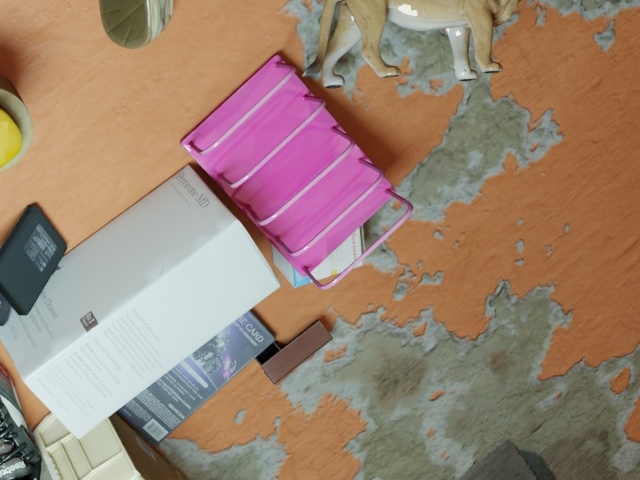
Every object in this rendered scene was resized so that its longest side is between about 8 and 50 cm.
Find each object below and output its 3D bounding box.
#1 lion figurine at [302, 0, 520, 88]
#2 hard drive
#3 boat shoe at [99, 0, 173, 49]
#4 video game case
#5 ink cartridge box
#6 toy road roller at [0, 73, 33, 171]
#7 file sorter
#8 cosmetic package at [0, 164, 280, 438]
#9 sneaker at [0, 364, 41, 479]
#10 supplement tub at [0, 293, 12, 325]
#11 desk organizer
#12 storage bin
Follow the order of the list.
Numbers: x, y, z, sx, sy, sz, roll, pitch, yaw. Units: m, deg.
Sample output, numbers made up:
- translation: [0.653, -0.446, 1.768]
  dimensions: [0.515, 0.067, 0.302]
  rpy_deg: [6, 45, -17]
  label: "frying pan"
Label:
- translation: [0.149, -0.364, 1.957]
  dimensions: [0.392, 0.142, 0.240]
  rpy_deg: [-5, 89, -20]
  label: "lion figurine"
- translation: [-0.427, 0.029, 1.872]
  dimensions: [0.094, 0.022, 0.135]
  rpy_deg: [61, 38, -37]
  label: "hard drive"
- translation: [-0.244, -0.416, 1.744]
  dimensions: [0.098, 0.109, 0.302]
  rpy_deg: [-45, 143, -54]
  label: "boat shoe"
- translation: [-0.228, 0.195, 2.130]
  dimensions: [0.274, 0.026, 0.196]
  rpy_deg: [-42, 128, -4]
  label: "video game case"
- translation: [0.000, 0.000, 2.108]
  dimensions: [0.143, 0.090, 0.092]
  rpy_deg: [-18, 123, -20]
  label: "ink cartridge box"
- translation: [-0.560, -0.148, 1.646]
  dimensions: [0.329, 0.202, 0.241]
  rpy_deg: [-34, 117, -7]
  label: "toy road roller"
- translation: [-0.030, -0.099, 1.917]
  dimensions: [0.202, 0.182, 0.291]
  rpy_deg: [-43, 106, -2]
  label: "file sorter"
- translation: [-0.277, 0.086, 1.923]
  dimensions: [0.385, 0.217, 0.156]
  rpy_deg: [-39, 128, -7]
  label: "cosmetic package"
- translation: [-0.492, 0.296, 1.966]
  dimensions: [0.097, 0.135, 0.276]
  rpy_deg: [-22, 123, -15]
  label: "sneaker"
- translation: [-0.545, 0.080, 1.834]
  dimensions: [0.197, 0.106, 0.106]
  rpy_deg: [7, 112, -32]
  label: "supplement tub"
- translation: [-0.049, 0.183, 2.210]
  dimensions: [0.130, 0.047, 0.050]
  rpy_deg: [-38, 126, -6]
  label: "desk organizer"
- translation: [-0.308, 0.399, 2.046]
  dimensions: [0.123, 0.260, 0.262]
  rpy_deg: [-40, 128, -3]
  label: "storage bin"
